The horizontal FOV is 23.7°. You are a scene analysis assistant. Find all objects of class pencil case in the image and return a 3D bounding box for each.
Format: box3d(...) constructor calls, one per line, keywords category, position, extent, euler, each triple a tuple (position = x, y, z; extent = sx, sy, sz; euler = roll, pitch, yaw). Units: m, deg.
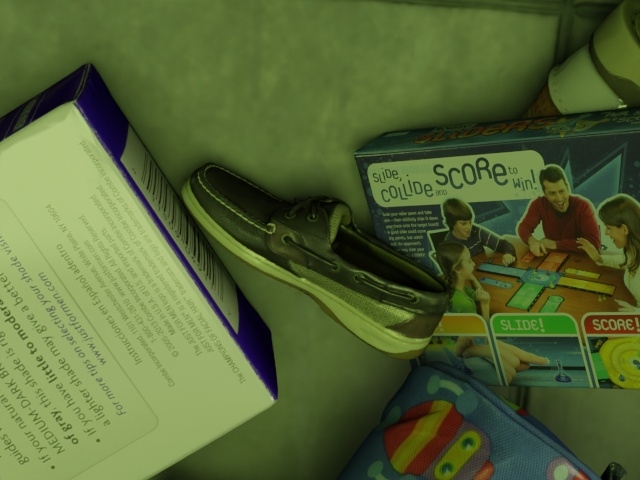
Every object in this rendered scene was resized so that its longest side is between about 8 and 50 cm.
box3d(category="pencil case", position=(0.022, 0.209, 0.765), extent=(0.119, 0.133, 0.306), euler=(30, 78, 30))

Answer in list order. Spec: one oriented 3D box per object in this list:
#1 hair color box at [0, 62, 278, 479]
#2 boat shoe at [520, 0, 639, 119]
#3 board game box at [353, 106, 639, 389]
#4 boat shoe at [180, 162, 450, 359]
box3d(category="hair color box", position=(-0.212, 0.079, 0.786), extent=(0.339, 0.110, 0.185), euler=(-31, 106, 4))
box3d(category="boat shoe", position=(0.233, 0.011, 0.791), extent=(0.302, 0.113, 0.103), euler=(44, 123, -1))
box3d(category="board game box", position=(0.121, 0.006, 0.757), extent=(0.201, 0.035, 0.136), euler=(-2, 111, 38))
box3d(category="boat shoe", position=(0.000, 0.000, 0.787), extent=(0.152, 0.056, 0.049), euler=(33, 118, 1))
